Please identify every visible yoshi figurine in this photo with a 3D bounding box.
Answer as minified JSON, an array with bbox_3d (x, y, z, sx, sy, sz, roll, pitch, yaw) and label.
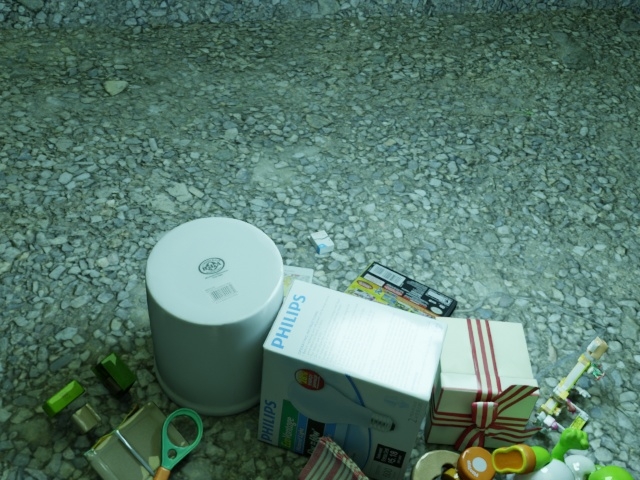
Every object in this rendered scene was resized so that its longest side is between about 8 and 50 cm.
[{"bbox_3d":[0.551,0.528,1.621,0.362,0.203,0.203,13,29,-35],"label":"yoshi figurine"}]

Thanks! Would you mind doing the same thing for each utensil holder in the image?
[{"bbox_3d":[-0.244,0.179,1.774,0.328,0.385,0.327,2,49,-3],"label":"utensil holder"}]

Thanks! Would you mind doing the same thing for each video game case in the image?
[{"bbox_3d":[-0.134,0.152,2.089,0.206,0.026,0.227,8,45,1],"label":"video game case"},{"bbox_3d":[0.210,0.178,2.070,0.275,0.035,0.248,26,36,17],"label":"video game case"}]

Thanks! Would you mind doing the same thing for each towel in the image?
[{"bbox_3d":[0.040,0.541,1.638,0.197,0.144,0.029,41,31,29],"label":"towel"}]

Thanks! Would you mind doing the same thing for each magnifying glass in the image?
[{"bbox_3d":[-0.335,0.484,1.669,0.092,0.026,0.231,29,63,-12],"label":"magnifying glass"}]

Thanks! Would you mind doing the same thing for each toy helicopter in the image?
[{"bbox_3d":[0.278,0.624,1.599,0.235,0.140,0.355,-1,56,-17],"label":"toy helicopter"}]

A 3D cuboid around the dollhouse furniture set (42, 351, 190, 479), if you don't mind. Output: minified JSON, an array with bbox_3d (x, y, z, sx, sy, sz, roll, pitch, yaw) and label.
[{"bbox_3d":[-0.469,0.437,1.729,0.197,0.151,0.301,-40,90,-30],"label":"dollhouse furniture set"}]

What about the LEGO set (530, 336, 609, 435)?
[{"bbox_3d":[0.648,0.386,1.881,0.107,0.132,0.287,38,74,21],"label":"LEGO set"}]

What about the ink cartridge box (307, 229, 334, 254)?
[{"bbox_3d":[0.000,0.000,2.258,0.048,0.028,0.083,-16,49,-23],"label":"ink cartridge box"}]

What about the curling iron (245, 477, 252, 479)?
[{"bbox_3d":[-0.120,0.630,1.602,0.068,0.035,0.274,-9,47,-16],"label":"curling iron"}]

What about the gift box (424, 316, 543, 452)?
[{"bbox_3d":[0.394,0.349,1.800,0.276,0.255,0.258,2,43,3],"label":"gift box"}]

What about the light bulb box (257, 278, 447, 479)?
[{"bbox_3d":[0.063,0.325,1.706,0.361,0.357,0.225,15,43,10],"label":"light bulb box"}]
